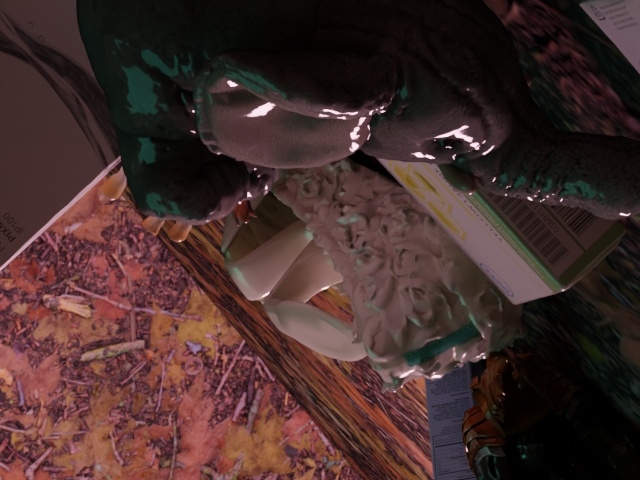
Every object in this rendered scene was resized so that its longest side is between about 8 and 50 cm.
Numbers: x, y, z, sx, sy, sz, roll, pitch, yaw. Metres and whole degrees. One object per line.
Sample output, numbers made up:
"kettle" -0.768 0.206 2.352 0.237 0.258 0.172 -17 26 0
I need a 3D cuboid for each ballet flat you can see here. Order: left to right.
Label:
"ballet flat" 0.000 0.000 1.356 0.147 0.147 0.409 51 172 -26

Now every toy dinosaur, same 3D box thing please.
"toy dinosaur" 0.158 0.167 1.351 0.322 0.164 0.218 23 -149 -52

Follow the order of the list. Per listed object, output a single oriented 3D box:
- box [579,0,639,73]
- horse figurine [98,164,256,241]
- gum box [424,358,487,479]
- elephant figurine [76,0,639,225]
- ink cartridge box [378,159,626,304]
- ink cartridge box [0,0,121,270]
"box" 0.180 -0.029 0.638 0.186 0.038 0.145 47 172 -7
"horse figurine" -0.054 -0.076 1.217 0.066 0.174 0.263 41 180 6
"gum box" 0.122 0.168 1.505 0.157 0.041 0.184 59 -156 -55
"elephant figurine" 0.015 -0.090 0.862 0.239 0.186 0.169 3 97 44
"ink cartridge box" 0.072 -0.041 1.086 0.171 0.056 0.235 47 170 -1
"ink cartridge box" -0.152 -0.104 1.108 0.117 0.283 0.207 49 171 -14
